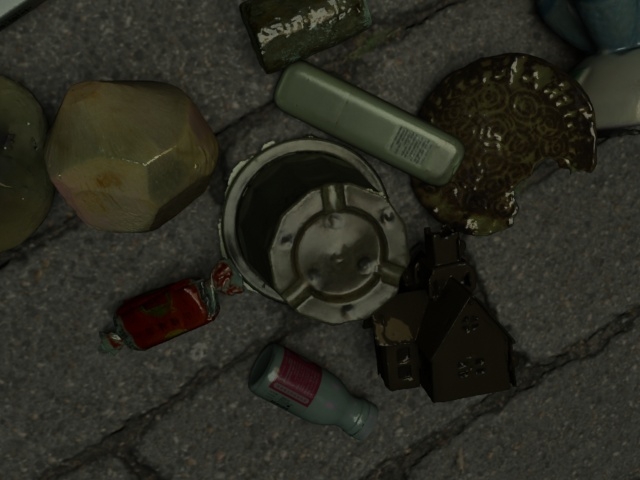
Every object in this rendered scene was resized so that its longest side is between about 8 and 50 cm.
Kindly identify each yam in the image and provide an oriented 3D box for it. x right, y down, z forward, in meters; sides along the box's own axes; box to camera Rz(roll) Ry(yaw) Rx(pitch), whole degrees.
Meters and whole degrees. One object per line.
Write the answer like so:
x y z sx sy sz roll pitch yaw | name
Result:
-0.012 -0.327 0.947 0.194 0.107 0.107 -24 106 -6 | yam

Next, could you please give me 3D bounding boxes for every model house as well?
0.171 0.099 1.019 0.204 0.211 0.243 -10 109 -11 | model house

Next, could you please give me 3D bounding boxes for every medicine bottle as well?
-0.009 0.256 1.085 0.217 0.090 0.090 32 95 -17 | medicine bottle

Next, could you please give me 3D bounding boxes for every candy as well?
-0.234 0.108 0.993 0.292 0.059 0.086 -24 104 22 | candy

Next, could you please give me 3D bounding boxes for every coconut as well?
-0.254 -0.124 0.878 0.237 0.237 0.197 23 55 -15 | coconut

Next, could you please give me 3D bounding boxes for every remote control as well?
0.074 -0.177 0.999 0.310 0.038 0.090 25 109 -2 | remote control

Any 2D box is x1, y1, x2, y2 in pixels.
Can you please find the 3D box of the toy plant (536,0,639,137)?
0.457 -0.330 0.981 0.247 0.247 0.332 -13 102 -8 | toy plant

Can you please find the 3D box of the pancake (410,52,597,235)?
0.273 -0.140 1.003 0.286 0.033 0.288 14 110 23 | pancake

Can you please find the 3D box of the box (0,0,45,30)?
-0.488 -0.400 0.859 0.155 0.067 0.243 -35 107 -4 | box

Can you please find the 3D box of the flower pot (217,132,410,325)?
0.000 0.000 0.942 0.290 0.259 0.290 -3 104 -12 | flower pot

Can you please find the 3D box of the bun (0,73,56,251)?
-0.494 -0.105 0.874 0.273 0.168 0.272 -5 106 -17 | bun
